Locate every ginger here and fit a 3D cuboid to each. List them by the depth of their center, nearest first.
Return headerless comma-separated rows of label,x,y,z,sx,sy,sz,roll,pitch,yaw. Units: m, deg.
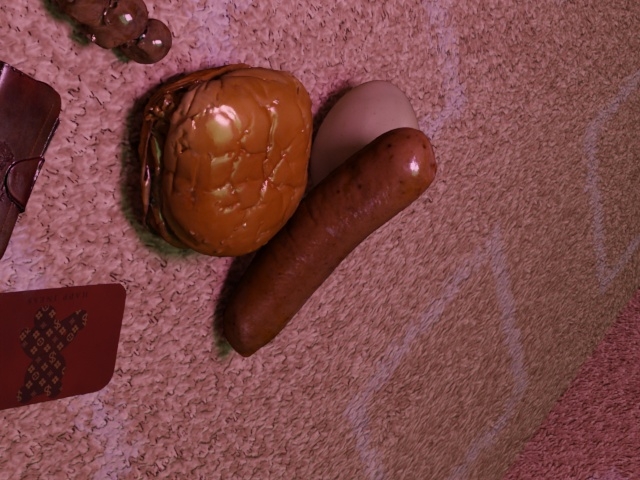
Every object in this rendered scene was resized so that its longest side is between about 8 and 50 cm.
ginger,-0.270,-0.301,1.470,0.204,0.080,0.104,47,64,-49

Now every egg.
egg,0.080,-0.153,1.905,0.188,0.188,0.254,16,85,-54

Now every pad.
pad,-0.392,0.153,1.600,0.267,0.004,0.181,-5,110,-51

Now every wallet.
wallet,-0.417,-0.094,1.422,0.137,0.031,0.255,28,84,-54

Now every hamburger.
hamburger,-0.141,-0.116,1.665,0.318,0.158,0.319,-27,129,-39

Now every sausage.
sausage,-0.002,-0.002,1.796,0.501,0.136,0.123,-45,159,23
